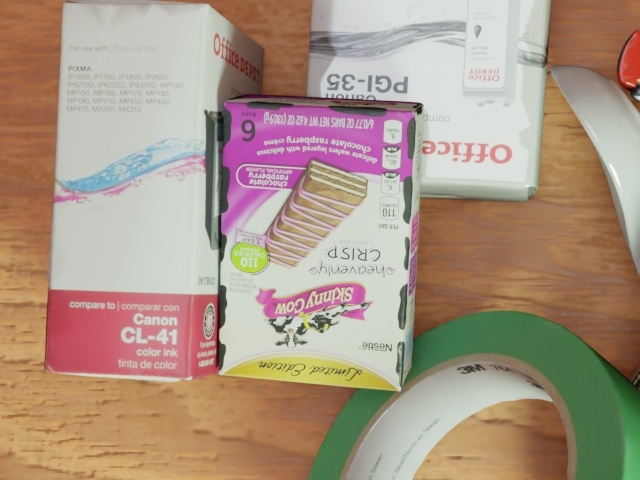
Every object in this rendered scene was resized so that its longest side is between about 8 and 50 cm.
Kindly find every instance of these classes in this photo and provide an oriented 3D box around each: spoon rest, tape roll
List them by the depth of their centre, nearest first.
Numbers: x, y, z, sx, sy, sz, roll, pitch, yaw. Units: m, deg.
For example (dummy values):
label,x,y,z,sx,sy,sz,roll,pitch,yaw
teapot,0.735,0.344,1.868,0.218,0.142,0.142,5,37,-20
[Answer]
label,x,y,z,sx,sy,sz,roll,pitch,yaw
tape roll,0.123,0.214,1.096,0.321,0.077,0.321,-27,44,30
spoon rest,0.278,-0.036,1.173,0.084,0.137,0.276,-37,95,12

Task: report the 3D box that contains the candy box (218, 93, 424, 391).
label,x,y,z,sx,sy,sz,roll,pitch,yaw
candy box,0.000,0.000,1.125,0.159,0.071,0.233,3,102,11

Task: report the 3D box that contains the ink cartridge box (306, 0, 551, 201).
label,x,y,z,sx,sy,sz,roll,pitch,yaw
ink cartridge box,0.099,-0.182,1.200,0.207,0.117,0.282,3,88,8

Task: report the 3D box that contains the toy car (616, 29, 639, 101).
label,x,y,z,sx,sy,sz,roll,pitch,yaw
toy car,0.385,-0.089,1.179,0.239,0.053,0.224,-12,89,-4

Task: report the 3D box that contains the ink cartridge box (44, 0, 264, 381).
label,x,y,z,sx,sy,sz,roll,pitch,yaw
ink cartridge box,-0.137,-0.038,1.171,0.131,0.226,0.306,4,89,10

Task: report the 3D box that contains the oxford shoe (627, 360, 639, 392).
label,x,y,z,sx,sy,sz,roll,pitch,yaw
oxford shoe,0.295,0.169,1.091,0.123,0.130,0.348,15,97,-13
